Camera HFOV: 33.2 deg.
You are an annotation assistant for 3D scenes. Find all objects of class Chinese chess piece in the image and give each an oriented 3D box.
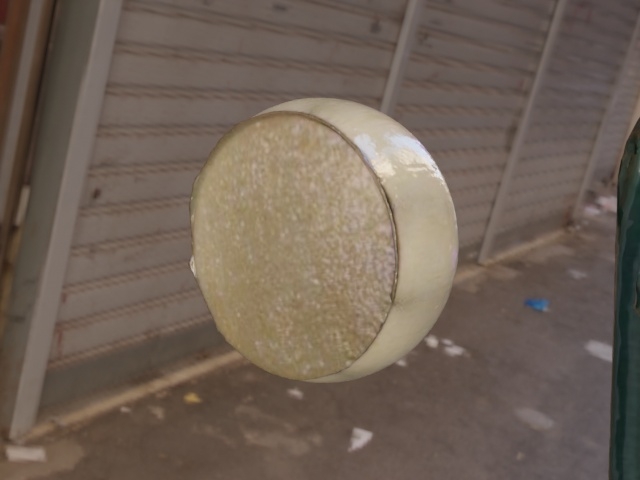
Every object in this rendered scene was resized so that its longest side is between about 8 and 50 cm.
[{"bbox_3d":[0.000,0.000,0.459,0.122,0.122,0.051,24,20,34],"label":"Chinese chess piece"}]

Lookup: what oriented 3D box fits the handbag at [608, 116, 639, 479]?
[{"bbox_3d":[0.254,0.055,0.328,0.327,0.238,0.089,-6,29,3],"label":"handbag"}]
